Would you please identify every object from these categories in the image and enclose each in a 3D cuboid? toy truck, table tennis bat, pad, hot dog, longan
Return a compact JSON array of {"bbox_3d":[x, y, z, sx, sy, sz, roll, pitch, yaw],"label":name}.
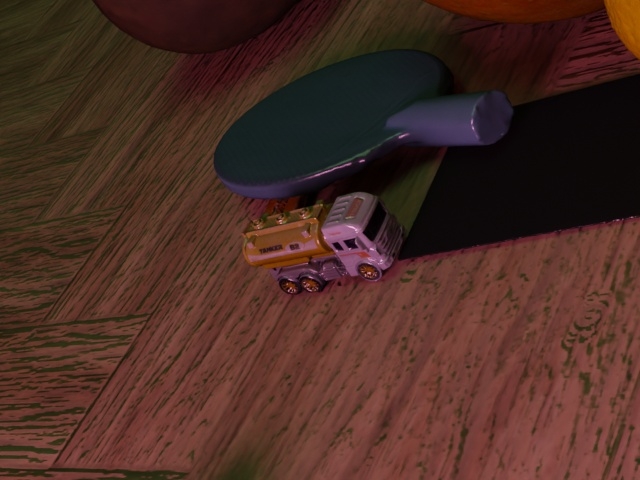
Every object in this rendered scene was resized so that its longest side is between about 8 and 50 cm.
[{"bbox_3d":[0.000,0.000,0.964,0.123,0.063,0.052,-13,37,38],"label":"toy truck"},{"bbox_3d":[0.034,-0.103,1.084,0.215,0.044,0.329,-41,27,-27],"label":"table tennis bat"},{"bbox_3d":[0.181,-0.062,0.912,0.246,0.006,0.170,-12,38,38],"label":"pad"},{"bbox_3d":[-0.027,-0.028,1.081,0.037,0.021,0.083,-6,39,28],"label":"hot dog"},{"bbox_3d":[-0.134,-0.352,1.414,0.297,0.297,0.297,-28,30,18],"label":"longan"}]

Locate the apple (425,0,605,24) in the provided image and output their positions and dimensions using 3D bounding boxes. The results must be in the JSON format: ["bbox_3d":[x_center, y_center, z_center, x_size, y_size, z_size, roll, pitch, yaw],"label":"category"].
[{"bbox_3d":[0.144,-0.360,0.994,0.374,0.384,0.374,-32,31,22],"label":"apple"}]

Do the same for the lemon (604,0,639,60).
[{"bbox_3d":[0.270,-0.177,0.806,0.178,0.178,0.203,-33,31,7],"label":"lemon"}]
